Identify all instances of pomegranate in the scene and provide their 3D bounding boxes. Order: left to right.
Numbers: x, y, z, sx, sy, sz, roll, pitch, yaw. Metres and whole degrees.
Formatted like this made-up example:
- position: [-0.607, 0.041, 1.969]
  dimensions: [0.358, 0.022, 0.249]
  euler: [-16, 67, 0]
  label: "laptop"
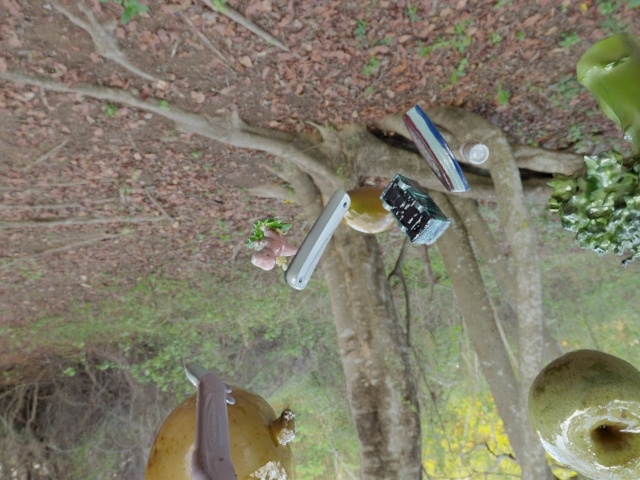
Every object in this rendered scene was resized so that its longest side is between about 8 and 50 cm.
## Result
- position: [-0.237, 0.561, 1.095]
  dimensions: [0.412, 0.411, 0.411]
  euler: [-12, 167, -3]
  label: "pomegranate"

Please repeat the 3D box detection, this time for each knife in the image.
- position: [-0.207, 0.342, 0.802]
  dimensions: [0.132, 0.038, 0.399]
  euler: [37, 177, -18]
  label: "knife"
- position: [-0.001, -0.002, 1.030]
  dimensions: [0.041, 0.265, 0.073]
  euler: [17, 163, 40]
  label: "knife"

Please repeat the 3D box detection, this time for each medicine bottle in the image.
- position: [0.427, -0.248, 1.191]
  dimensions: [0.057, 0.057, 0.089]
  euler: [-15, -160, 7]
  label: "medicine bottle"

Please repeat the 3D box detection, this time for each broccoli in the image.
- position: [0.511, -0.139, 0.525]
  dimensions: [0.353, 0.397, 0.274]
  euler: [25, 134, 8]
  label: "broccoli"

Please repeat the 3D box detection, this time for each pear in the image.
- position: [0.371, 0.237, 0.581]
  dimensions: [0.167, 0.167, 0.136]
  euler: [-15, 176, 8]
  label: "pear"

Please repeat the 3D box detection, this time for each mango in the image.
- position: [0.159, -0.101, 1.451]
  dimensions: [0.255, 0.175, 0.139]
  euler: [-16, 139, -45]
  label: "mango"

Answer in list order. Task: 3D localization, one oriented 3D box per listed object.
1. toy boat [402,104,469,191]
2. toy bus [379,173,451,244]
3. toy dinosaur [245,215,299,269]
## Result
- position: [0.260, -0.201, 0.971]
  dimensions: [0.046, 0.228, 0.080]
  euler: [-28, 172, -14]
  label: "toy boat"
- position: [0.211, -0.066, 0.947]
  dimensions: [0.092, 0.160, 0.079]
  euler: [11, 127, -35]
  label: "toy bus"
- position: [-0.141, 0.015, 1.313]
  dimensions: [0.194, 0.177, 0.152]
  euler: [17, 114, -44]
  label: "toy dinosaur"
